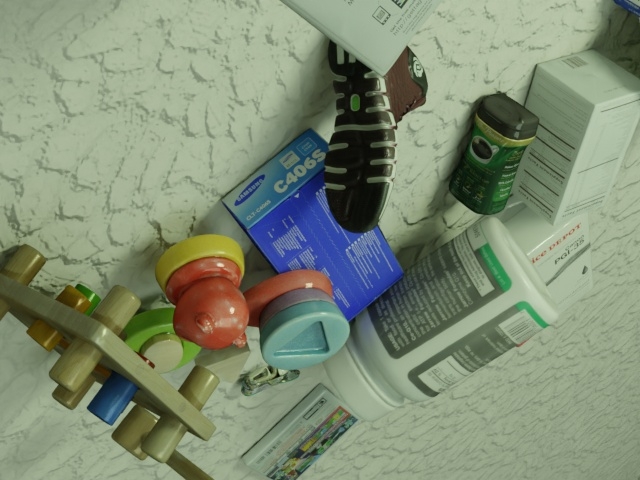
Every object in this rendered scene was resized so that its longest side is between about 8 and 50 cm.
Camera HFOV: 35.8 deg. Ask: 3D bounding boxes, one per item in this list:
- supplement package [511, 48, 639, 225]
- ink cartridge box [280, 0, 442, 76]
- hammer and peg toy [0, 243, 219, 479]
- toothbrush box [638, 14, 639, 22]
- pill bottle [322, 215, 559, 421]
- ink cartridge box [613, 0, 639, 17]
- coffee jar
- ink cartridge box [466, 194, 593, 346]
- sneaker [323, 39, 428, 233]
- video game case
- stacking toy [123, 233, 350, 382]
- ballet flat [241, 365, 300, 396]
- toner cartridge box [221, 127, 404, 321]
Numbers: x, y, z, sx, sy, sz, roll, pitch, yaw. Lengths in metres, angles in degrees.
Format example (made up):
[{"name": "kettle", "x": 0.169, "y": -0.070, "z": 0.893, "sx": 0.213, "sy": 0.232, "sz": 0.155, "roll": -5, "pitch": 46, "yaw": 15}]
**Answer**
[{"name": "supplement package", "x": 0.419, "y": -0.170, "z": 1.646, "sx": 0.139, "sy": 0.134, "sz": 0.244, "roll": -19, "pitch": 137, "yaw": -30}, {"name": "ink cartridge box", "x": -0.064, "y": -0.319, "z": 0.884, "sx": 0.130, "sy": 0.309, "sz": 0.272, "roll": -52, "pitch": 144, "yaw": 11}, {"name": "hammer and peg toy", "x": -0.243, "y": 0.165, "z": 1.216, "sx": 0.127, "sy": 0.266, "sz": 0.361, "roll": -56, "pitch": 138, "yaw": -19}, {"name": "toothbrush box", "x": 0.616, "y": -0.281, "z": 1.641, "sx": 0.122, "sy": 0.206, "sz": 0.283, "roll": -12, "pitch": 153, "yaw": 23}, {"name": "pill bottle", "x": 0.188, "y": 0.137, "z": 1.631, "sx": 0.361, "sy": 0.204, "sz": 0.204, "roll": -34, "pitch": 146, "yaw": 15}, {"name": "ink cartridge box", "x": 0.558, "y": -0.438, "z": 1.539, "sx": 0.207, "sy": 0.097, "sz": 0.046, "roll": -47, "pitch": 144, "yaw": 4}, {"name": "coffee jar", "x": 0.276, "y": -0.138, "z": 1.575, "sx": 0.079, "sy": 0.096, "sz": 0.184, "roll": -16, "pitch": 137, "yaw": -37}, {"name": "ink cartridge box", "x": 0.392, "y": 0.043, "z": 1.850, "sx": 0.207, "sy": 0.117, "sz": 0.283, "roll": -36, "pitch": 144, "yaw": -8}, {"name": "sneaker", "x": 0.091, "y": -0.152, "z": 1.312, "sx": 0.163, "sy": 0.106, "sz": 0.281, "roll": -5, "pitch": 100, "yaw": -53}, {"name": "video game case", "x": -0.032, "y": 0.370, "z": 1.862, "sx": 0.201, "sy": 0.023, "sz": 0.183, "roll": -44, "pitch": 144, "yaw": -1}, {"name": "stacking toy", "x": -0.125, "y": 0.149, "z": 1.384, "sx": 0.309, "sy": 0.130, "sz": 0.279, "roll": 18, "pitch": 128, "yaw": -41}, {"name": "ballet flat", "x": -0.082, "y": 0.226, "z": 1.655, "sx": 0.114, "sy": 0.041, "sz": 0.041, "roll": -17, "pitch": 137, "yaw": -33}, {"name": "toner cartridge box", "x": 0.000, "y": 0.000, "z": 1.470, "sx": 0.165, "sy": 0.075, "sz": 0.348, "roll": -40, "pitch": 144, "yaw": -6}]
